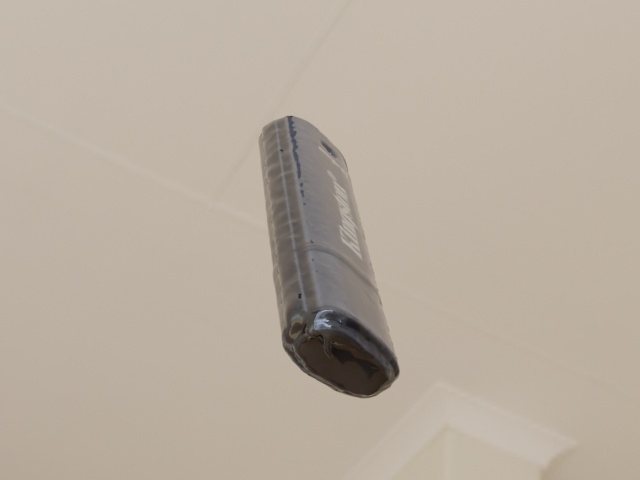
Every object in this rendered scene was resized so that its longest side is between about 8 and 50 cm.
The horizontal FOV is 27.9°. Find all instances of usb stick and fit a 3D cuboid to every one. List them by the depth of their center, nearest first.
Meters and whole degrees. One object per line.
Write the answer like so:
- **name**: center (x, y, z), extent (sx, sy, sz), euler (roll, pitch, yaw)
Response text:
- **usb stick**: center (0.000, 0.000, 0.814), extent (0.077, 0.278, 0.045), euler (34, -70, -22)
